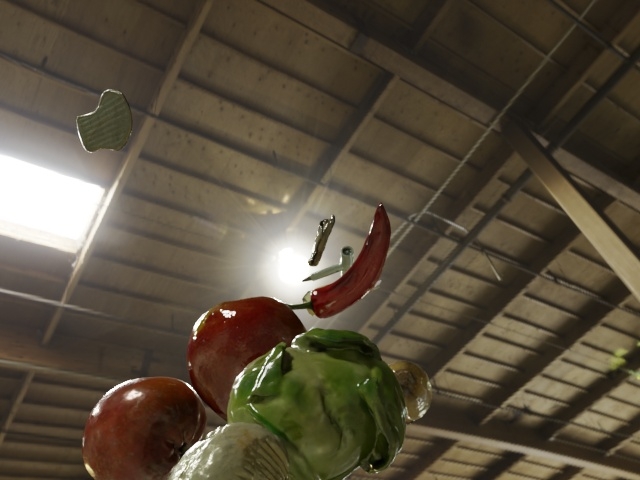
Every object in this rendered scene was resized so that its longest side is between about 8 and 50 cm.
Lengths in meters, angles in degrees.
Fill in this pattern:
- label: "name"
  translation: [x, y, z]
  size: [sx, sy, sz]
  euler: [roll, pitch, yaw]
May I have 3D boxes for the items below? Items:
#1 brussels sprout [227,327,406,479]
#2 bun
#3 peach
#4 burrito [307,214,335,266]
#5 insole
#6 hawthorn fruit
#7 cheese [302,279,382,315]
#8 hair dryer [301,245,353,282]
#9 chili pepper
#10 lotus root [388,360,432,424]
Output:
- label: "brussels sprout"
  translation: [-0.013, 0.262, 0.903]
  size: [0.259, 0.294, 0.227]
  euler: [-22, -66, -29]
- label: "bun"
  translation: [-0.102, 0.287, 0.625]
  size: [0.111, 0.188, 0.164]
  euler: [-13, -46, 24]
- label: "peach"
  translation: [-0.160, 0.299, 1.389]
  size: [0.307, 0.308, 0.333]
  euler: [-11, -89, -4]
- label: "burrito"
  translation: [0.002, 0.001, 1.710]
  size: [0.042, 0.171, 0.051]
  euler: [24, -19, -20]
- label: "insole"
  translation: [-0.462, -0.244, 1.228]
  size: [0.009, 0.348, 0.119]
  euler: [-20, -77, -35]
- label: "hawthorn fruit"
  translation: [-0.417, 0.463, 1.376]
  size: [0.284, 0.284, 0.284]
  euler: [-7, -49, -8]
- label: "cheese"
  translation: [0.058, 0.152, 1.632]
  size: [0.255, 0.127, 0.050]
  euler: [-18, -76, 32]
- label: "hair dryer"
  translation: [0.019, 0.093, 1.846]
  size: [0.183, 0.044, 0.155]
  euler: [-14, -35, -8]
- label: "chili pepper"
  translation: [0.073, 0.082, 1.452]
  size: [0.368, 0.137, 0.092]
  euler: [-47, -10, 12]
- label: "lotus root"
  translation: [0.235, 0.417, 1.617]
  size: [0.146, 0.131, 0.303]
  euler: [6, -34, 18]
